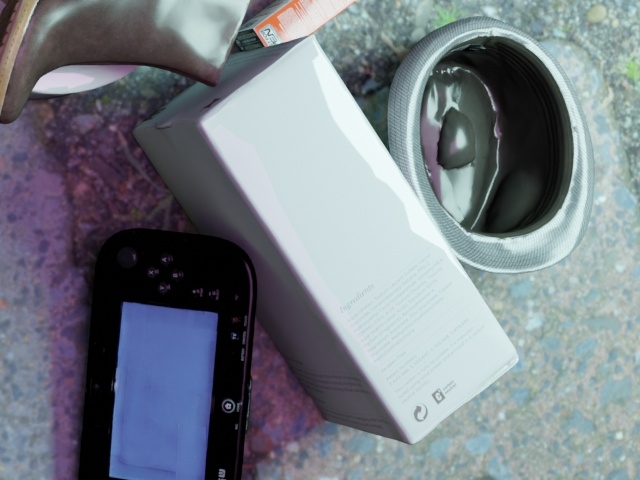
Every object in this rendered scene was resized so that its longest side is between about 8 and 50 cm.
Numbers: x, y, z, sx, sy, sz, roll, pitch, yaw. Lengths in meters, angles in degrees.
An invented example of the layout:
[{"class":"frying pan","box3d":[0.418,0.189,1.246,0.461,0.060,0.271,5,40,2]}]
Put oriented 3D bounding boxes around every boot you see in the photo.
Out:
[{"class":"boot","box3d":[-0.184,-0.186,1.576,0.207,0.090,0.248,26,77,-19]}]

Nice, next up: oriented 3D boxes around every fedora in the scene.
[{"class":"fedora","box3d":[0.160,-0.092,1.819,0.244,0.124,0.275,-10,86,-25]}]

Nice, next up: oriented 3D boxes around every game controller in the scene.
[{"class":"game controller","box3d":[-0.148,0.149,1.670,0.067,0.166,0.319,-8,104,-65]}]

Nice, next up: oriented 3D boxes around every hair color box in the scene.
[{"class":"hair color box","box3d":[-0.018,-0.237,1.768,0.141,0.072,0.043,-38,105,-18]}]

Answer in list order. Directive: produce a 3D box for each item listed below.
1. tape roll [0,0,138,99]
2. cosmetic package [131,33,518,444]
[{"class":"tape roll","box3d":[-0.268,-0.279,1.643,0.286,0.100,0.286,0,90,-23]},{"class":"cosmetic package","box3d":[0.000,0.000,1.703,0.156,0.217,0.385,-37,107,-19]}]
